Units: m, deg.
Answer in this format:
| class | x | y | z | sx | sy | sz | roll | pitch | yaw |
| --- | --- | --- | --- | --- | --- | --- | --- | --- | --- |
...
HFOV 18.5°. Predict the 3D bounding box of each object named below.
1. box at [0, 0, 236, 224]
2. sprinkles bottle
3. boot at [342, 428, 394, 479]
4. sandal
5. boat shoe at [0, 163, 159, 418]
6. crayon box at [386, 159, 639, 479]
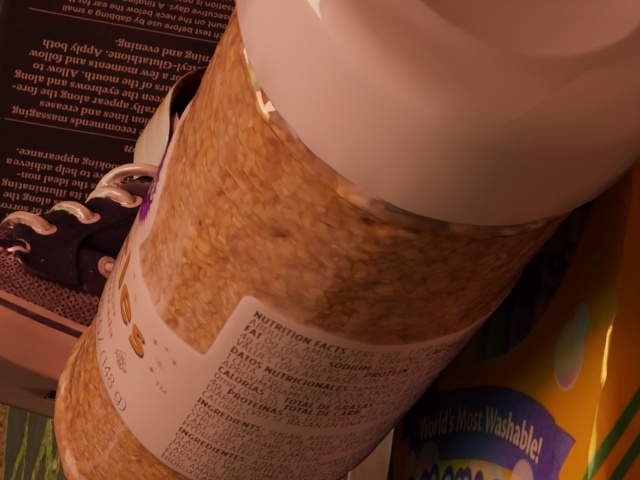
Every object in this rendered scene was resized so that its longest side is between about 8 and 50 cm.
| class | x | y | z | sx | sy | sz | roll | pitch | yaw |
| --- | --- | --- | --- | --- | --- | --- | --- | --- | --- |
| box | -0.195 | -0.157 | 1.690 | 0.293 | 0.212 | 0.395 | -99 | 23 | -50 |
| sprinkles bottle | 0.000 | 0.000 | 0.630 | 0.355 | 0.121 | 0.121 | 122 | 154 | -59 |
| boot | 0.014 | 0.159 | 0.921 | 0.189 | 0.076 | 0.209 | 0 | 88 | 62 |
| sandal | -0.112 | -0.047 | 1.513 | 0.102 | 0.076 | 0.265 | -67 | -2 | -51 |
| boat shoe | -0.142 | 0.015 | 1.134 | 0.127 | 0.340 | 0.158 | -27 | 45 | 60 |
| crayon box | 0.091 | 0.052 | 0.657 | 0.203 | 0.083 | 0.323 | 171 | 108 | -75 |
